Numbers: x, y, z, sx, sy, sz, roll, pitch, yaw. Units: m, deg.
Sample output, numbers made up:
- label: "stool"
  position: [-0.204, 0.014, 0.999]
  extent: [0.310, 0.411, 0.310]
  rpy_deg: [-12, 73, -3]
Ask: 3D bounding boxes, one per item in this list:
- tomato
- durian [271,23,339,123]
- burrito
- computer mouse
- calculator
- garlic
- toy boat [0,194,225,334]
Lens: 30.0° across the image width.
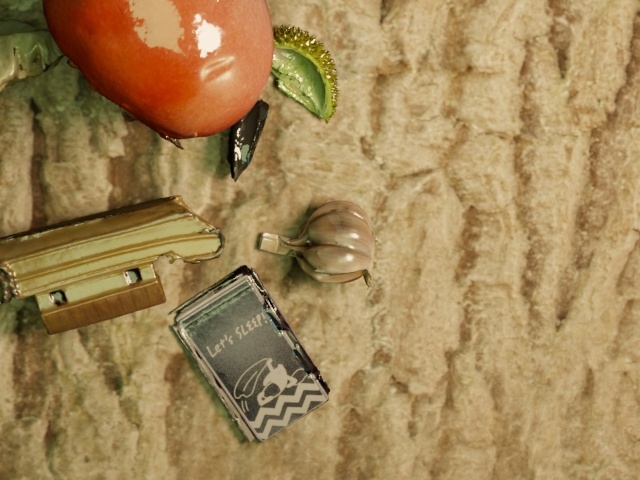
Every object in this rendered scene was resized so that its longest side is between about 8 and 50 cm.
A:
- label: "tomato"
  position: [-0.206, -0.311, 1.646]
  extent: [0.341, 0.341, 0.273]
  rpy_deg: [38, 109, -18]
- label: "durian"
  position: [-0.039, -0.274, 1.845]
  extent: [0.215, 0.086, 0.100]
  rpy_deg: [41, 102, -20]
- label: "burrito"
  position: [-0.517, -0.215, 1.677]
  extent: [0.332, 0.190, 0.135]
  rpy_deg: [-36, 96, -9]
- label: "computer mouse"
  position: [-0.120, -0.157, 1.846]
  extent: [0.047, 0.079, 0.135]
  rpy_deg: [19, 88, 2]
- label: "calculator"
  position: [-0.112, 0.190, 1.941]
  extent: [0.165, 0.028, 0.274]
  rpy_deg: [-32, 105, -3]
- label: "garlic"
  position: [0.000, 0.000, 1.896]
  extent: [0.194, 0.127, 0.131]
  rpy_deg: [12, 65, 10]
- label: "toy boat"
  position: [-0.363, 0.048, 1.801]
  extent: [0.445, 0.136, 0.162]
  rpy_deg: [-14, 100, -7]
